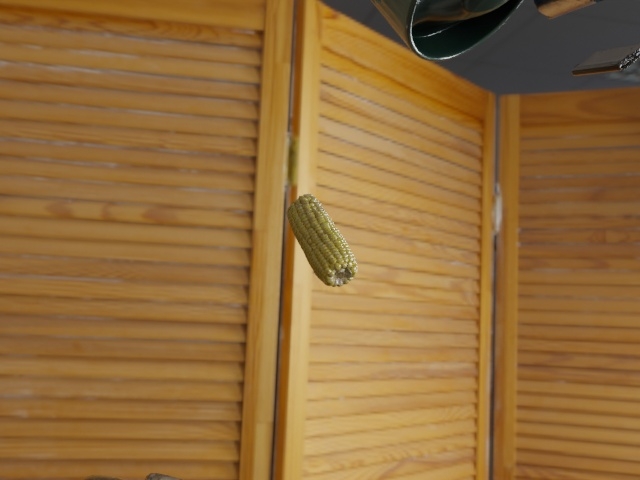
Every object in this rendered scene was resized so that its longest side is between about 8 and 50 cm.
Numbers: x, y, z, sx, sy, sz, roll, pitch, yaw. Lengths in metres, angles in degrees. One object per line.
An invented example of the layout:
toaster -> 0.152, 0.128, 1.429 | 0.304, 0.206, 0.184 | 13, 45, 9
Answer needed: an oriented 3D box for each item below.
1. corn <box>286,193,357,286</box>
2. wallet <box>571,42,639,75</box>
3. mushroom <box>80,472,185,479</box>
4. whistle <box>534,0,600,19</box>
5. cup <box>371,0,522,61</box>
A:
corn -> 0.000, 0.000, 1.611 | 0.093, 0.093, 0.244 | 7, 36, -33
wallet -> 0.780, -0.486, 2.012 | 0.110, 0.031, 0.198 | -36, 16, -10
mushroom -> -0.204, 0.370, 0.932 | 0.279, 0.146, 0.278 | 12, -32, 7
whistle -> 0.393, -0.391, 1.178 | 0.062, 0.062, 0.304 | 2, 12, 3
cup -> 0.188, -0.586, 1.348 | 0.310, 0.392, 0.400 | -29, -27, -18
